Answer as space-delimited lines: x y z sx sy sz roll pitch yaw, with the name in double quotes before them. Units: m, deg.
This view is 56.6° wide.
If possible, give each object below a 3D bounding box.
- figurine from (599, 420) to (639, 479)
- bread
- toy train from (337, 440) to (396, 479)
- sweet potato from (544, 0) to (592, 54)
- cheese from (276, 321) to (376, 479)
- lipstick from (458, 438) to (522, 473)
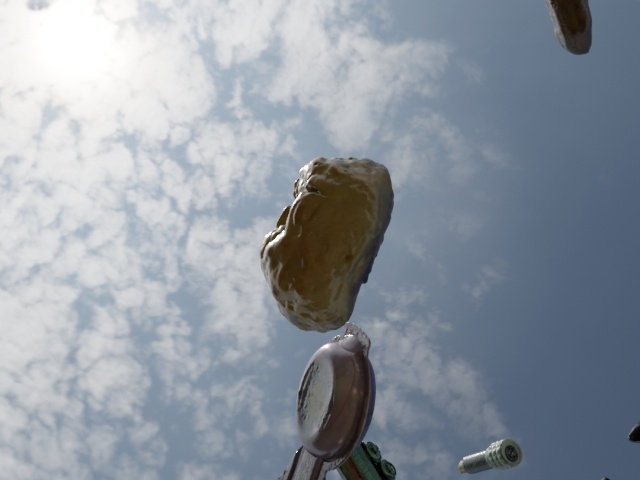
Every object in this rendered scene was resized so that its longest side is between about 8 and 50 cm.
"figurine" 0.298 0.190 0.358 0.175 0.265 0.197 13 -68 -13
"bread" 0.000 0.000 0.787 0.134 0.244 0.244 24 -84 -7
"toy train" 0.077 0.325 0.756 0.038 0.071 0.148 -44 -109 33
"sweet potato" 0.222 -0.253 0.568 0.053 0.182 0.054 -31 -147 29
"cheese" 0.004 0.164 0.516 0.105 0.042 0.191 30 -75 64
"lipstick" 0.220 0.296 0.802 0.037 0.037 0.116 64 -35 16
